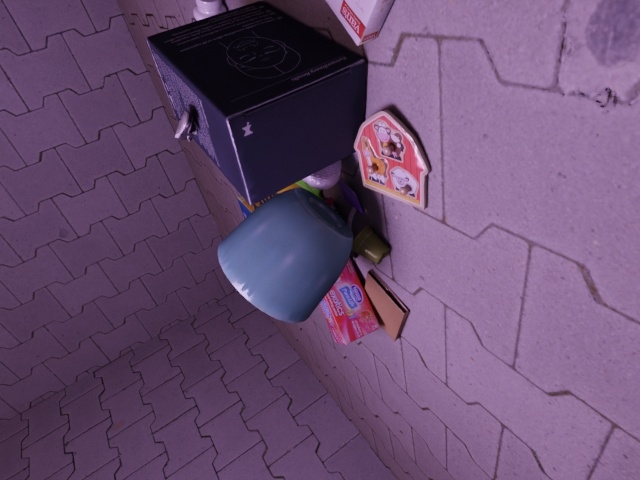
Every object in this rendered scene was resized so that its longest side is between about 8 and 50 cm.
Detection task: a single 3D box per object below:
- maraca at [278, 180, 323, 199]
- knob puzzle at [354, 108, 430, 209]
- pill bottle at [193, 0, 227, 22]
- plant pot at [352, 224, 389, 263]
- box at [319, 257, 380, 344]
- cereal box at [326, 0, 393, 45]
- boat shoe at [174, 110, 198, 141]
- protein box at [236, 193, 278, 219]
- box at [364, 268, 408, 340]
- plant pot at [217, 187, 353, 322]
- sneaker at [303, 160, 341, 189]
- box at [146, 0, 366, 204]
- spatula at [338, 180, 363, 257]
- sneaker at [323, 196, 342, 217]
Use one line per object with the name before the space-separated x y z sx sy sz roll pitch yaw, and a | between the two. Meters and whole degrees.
maraca | -0.065 -0.137 1.241 0.127 0.099 0.186 44 142 -12
knob puzzle | 0.130 -0.161 0.790 0.213 0.030 0.213 42 153 27
pill bottle | -0.315 -0.629 1.157 0.094 0.094 0.169 54 160 18
plant pot | 0.131 0.017 1.019 0.079 0.083 0.083 39 154 19
box | 0.067 0.184 1.266 0.256 0.128 0.122 67 164 5
cereal box | 0.059 -0.437 0.580 0.172 0.047 0.240 58 160 7
boat shoe | -0.271 -0.230 0.820 0.125 0.038 0.046 -5 71 63
protein box | -0.210 -0.083 1.605 0.201 0.136 0.199 42 153 42
box | 0.188 0.198 1.199 0.164 0.021 0.201 49 158 29
plant pot | -0.062 0.013 0.986 0.293 0.235 0.293 38 -163 -13
sneaker | -0.060 -0.219 1.064 0.365 0.138 0.210 54 161 32
box | -0.137 -0.317 0.867 0.395 0.294 0.211 47 157 34
spatula | 0.084 -0.046 1.097 0.084 0.030 0.296 47 157 36
sneaker | 0.000 0.000 1.214 0.299 0.121 0.112 100 146 -61
